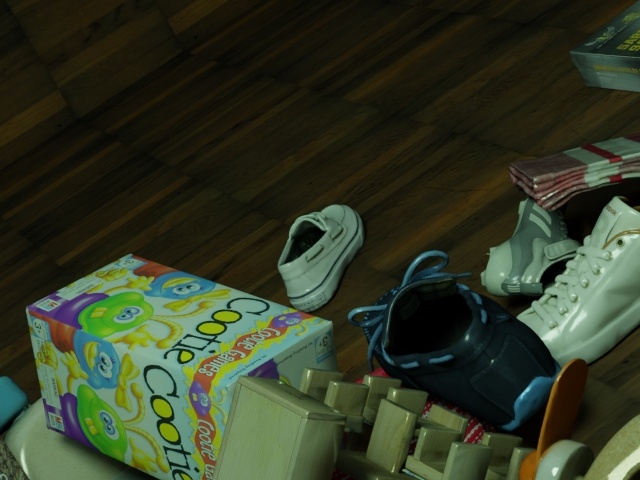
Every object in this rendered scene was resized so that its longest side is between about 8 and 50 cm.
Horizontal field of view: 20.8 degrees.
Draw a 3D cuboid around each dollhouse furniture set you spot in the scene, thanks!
[{"bbox_3d":[0.031,0.215,1.479,0.242,0.161,0.212,10,7,-40],"label":"dollhouse furniture set"}]

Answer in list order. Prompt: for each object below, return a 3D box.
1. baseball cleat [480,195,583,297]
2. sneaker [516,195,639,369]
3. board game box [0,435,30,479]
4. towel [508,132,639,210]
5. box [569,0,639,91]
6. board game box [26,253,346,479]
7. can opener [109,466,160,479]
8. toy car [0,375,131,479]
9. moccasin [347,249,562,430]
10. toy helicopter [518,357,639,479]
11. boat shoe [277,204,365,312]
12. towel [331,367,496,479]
[{"bbox_3d":[0.249,0.005,1.866,0.109,0.072,0.206,7,37,27],"label":"baseball cleat"},{"bbox_3d":[0.269,0.028,1.691,0.290,0.123,0.106,-32,23,-2],"label":"sneaker"},{"bbox_3d":[-0.393,0.294,1.702,0.232,0.291,0.141,-12,26,37],"label":"board game box"},{"bbox_3d":[0.366,-0.094,1.804,0.329,0.037,0.237,-13,7,2],"label":"towel"},{"bbox_3d":[0.459,-0.274,2.212,0.231,0.056,0.183,-36,23,-17],"label":"box"},{"bbox_3d":[-0.128,0.130,1.648,0.275,0.142,0.144,17,34,39],"label":"board game box"},{"bbox_3d":[-0.135,0.241,1.743,0.283,0.095,0.076,-31,40,-29],"label":"can opener"},{"bbox_3d":[-0.260,0.236,1.869,0.210,0.219,0.238,-42,-5,-27],"label":"toy car"},{"bbox_3d":[0.118,0.076,1.652,0.138,0.117,0.342,-51,19,-11],"label":"moccasin"},{"bbox_3d":[0.186,0.246,1.234,0.355,0.140,0.235,-45,56,5],"label":"toy helicopter"},{"bbox_3d":[0.000,0.000,2.156,0.083,0.076,0.226,-22,23,18],"label":"boat shoe"},{"bbox_3d":[0.066,0.197,1.697,0.198,0.031,0.275,-30,21,2],"label":"towel"}]
